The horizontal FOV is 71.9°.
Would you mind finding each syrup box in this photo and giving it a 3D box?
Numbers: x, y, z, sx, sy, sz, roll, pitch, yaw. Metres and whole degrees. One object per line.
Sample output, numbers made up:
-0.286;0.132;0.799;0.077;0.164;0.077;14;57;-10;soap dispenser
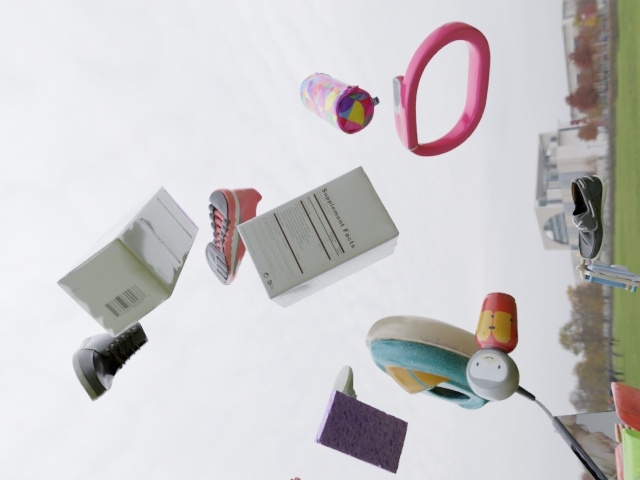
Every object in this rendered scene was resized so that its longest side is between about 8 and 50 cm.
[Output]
-0.246;0.014;0.608;0.096;0.093;0.237;53;-173;-20;syrup box

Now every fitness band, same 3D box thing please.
0.253;-0.296;0.912;0.209;0.054;0.291;-26;-40;-8;fitness band

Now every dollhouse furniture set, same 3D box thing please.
0.911;0.051;1.257;0.286;0.303;0.198;6;-82;-62;dollhouse furniture set

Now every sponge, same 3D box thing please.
0.097;0.431;0.995;0.210;0.031;0.117;29;-117;-15;sponge

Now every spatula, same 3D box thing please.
0.481;0.368;0.966;0.030;0.296;0.084;-50;-10;-17;spatula

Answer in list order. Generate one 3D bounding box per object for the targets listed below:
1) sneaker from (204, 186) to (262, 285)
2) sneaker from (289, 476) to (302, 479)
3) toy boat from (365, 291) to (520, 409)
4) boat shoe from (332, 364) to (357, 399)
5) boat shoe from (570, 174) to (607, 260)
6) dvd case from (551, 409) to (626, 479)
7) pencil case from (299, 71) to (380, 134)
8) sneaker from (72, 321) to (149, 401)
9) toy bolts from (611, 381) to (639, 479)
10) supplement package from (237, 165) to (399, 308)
-0.215;-0.005;1.165;0.136;0.116;0.314;-20;-39;-37;sneaker
-0.019;0.517;0.740;0.088;0.092;0.225;-26;-66;-33;sneaker
0.213;0.200;0.719;0.318;0.267;0.148;115;174;-61;toy boat
0.090;0.575;1.608;0.081;0.079;0.228;26;-114;-25;boat shoe
0.718;-0.059;1.200;0.084;0.079;0.233;-130;34;-77;boat shoe
0.488;0.332;0.644;0.253;0.180;0.022;-86;-10;-77;dvd case
0.034;-0.315;0.988;0.104;0.236;0.104;-12;-60;-21;pencil case
-0.401;0.218;0.860;0.118;0.222;0.083;-24;-70;-17;sneaker
0.344;0.233;0.363;0.228;0.158;0.218;-22;-73;-58;toy bolts
0.000;0.000;0.972;0.175;0.293;0.177;63;178;16;supplement package
